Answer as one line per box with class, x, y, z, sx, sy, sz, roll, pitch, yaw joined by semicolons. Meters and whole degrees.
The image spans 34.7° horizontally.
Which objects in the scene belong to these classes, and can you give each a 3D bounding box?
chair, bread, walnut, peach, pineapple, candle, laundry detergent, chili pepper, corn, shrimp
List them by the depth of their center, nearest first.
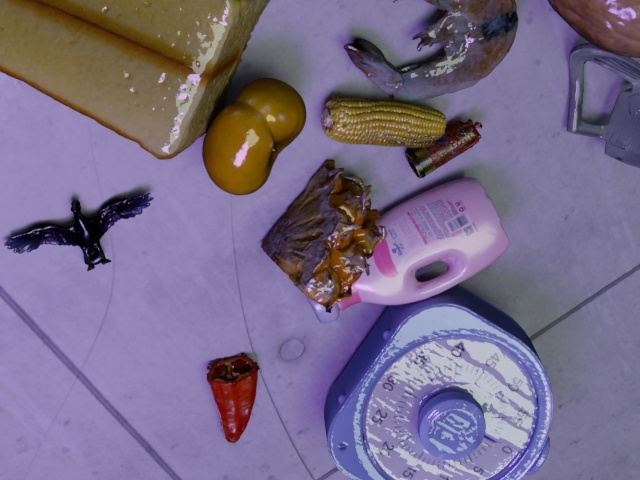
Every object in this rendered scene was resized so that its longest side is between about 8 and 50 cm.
bread;-0.282;-0.296;1.336;0.362;0.245;0.233;26;111;-1
peach;-0.093;-0.148;1.433;0.103;0.179;0.179;33;106;7
walnut;0.437;-0.382;1.475;0.225;0.261;0.225;-34;158;-16
shrimp;0.136;-0.323;1.488;0.360;0.085;0.247;19;117;-34
corn;0.096;-0.178;1.554;0.203;0.072;0.072;1;118;-24
pineapple;0.000;0.000;1.575;0.114;0.186;0.236;41;54;-32
candle;0.200;-0.151;1.624;0.131;0.052;0.052;-30;126;-3
chair;0.526;-0.211;1.645;0.275;0.203;0.190;-2;108;-31
laundry detergent;0.132;0.029;1.663;0.335;0.088;0.159;-28;89;-4
chili pepper;-0.147;0.278;1.726;0.088;0.065;0.168;-10;125;-17

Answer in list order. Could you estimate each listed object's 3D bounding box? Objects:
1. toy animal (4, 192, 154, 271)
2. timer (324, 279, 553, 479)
toy animal;-0.340;-0.009;1.484;0.220;0.062;0.108;-22;107;-8
timer;0.226;0.290;1.753;0.395;0.173;0.394;-1;107;-2
